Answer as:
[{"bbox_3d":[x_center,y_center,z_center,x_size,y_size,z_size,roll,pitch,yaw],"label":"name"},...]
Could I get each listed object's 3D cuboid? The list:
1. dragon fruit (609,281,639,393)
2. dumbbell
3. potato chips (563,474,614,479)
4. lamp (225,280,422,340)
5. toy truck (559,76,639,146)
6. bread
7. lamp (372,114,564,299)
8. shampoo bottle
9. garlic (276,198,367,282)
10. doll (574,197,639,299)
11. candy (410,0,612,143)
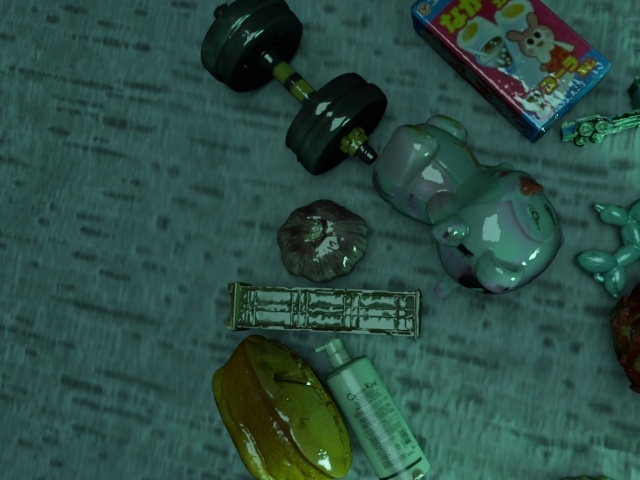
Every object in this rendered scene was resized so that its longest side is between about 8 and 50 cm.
[{"bbox_3d":[0.558,0.140,0.934,0.252,0.241,0.240,-29,80,-9],"label":"dragon fruit"},{"bbox_3d":[-0.045,-0.268,1.098,0.185,0.185,0.388,-44,80,4],"label":"dumbbell"},{"bbox_3d":[0.476,0.430,1.021,0.208,0.028,0.092,36,91,9],"label":"potato chips"},{"bbox_3d":[0.008,0.118,1.101,0.326,0.090,0.089,2,85,9],"label":"lamp"},{"bbox_3d":[0.482,-0.212,1.060,0.175,0.067,0.081,-13,77,12],"label":"toy truck"},{"bbox_3d":[-0.059,0.277,1.041,0.143,0.195,0.269,-38,62,11],"label":"bread"},{"bbox_3d":[0.223,-0.034,1.031,0.301,0.247,0.247,42,124,17],"label":"lamp"},{"bbox_3d":[0.081,0.281,1.075,0.085,0.085,0.262,-31,80,6],"label":"shampoo bottle"},{"bbox_3d":[0.000,0.000,1.104,0.159,0.102,0.147,-2,79,11],"label":"garlic"},{"bbox_3d":[0.491,0.011,1.038,0.159,0.059,0.159,-9,85,8],"label":"doll"},{"bbox_3d":[0.310,-0.327,1.081,0.157,0.100,0.306,-44,80,5],"label":"candy"}]
